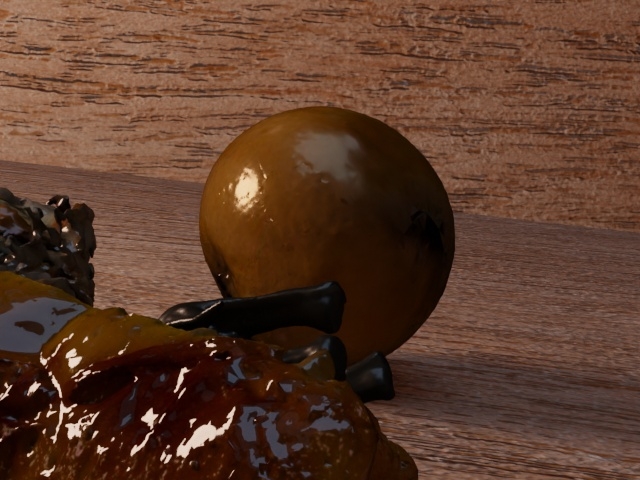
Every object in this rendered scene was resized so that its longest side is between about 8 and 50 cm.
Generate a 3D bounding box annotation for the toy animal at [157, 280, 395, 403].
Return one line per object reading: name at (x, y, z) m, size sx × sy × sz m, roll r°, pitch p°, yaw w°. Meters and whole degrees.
toy animal at (-0.025, 0.112, 0.848) m, size 0.146 × 0.245 × 0.115 m, roll -14°, pitch 33°, yaw 16°

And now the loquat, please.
loquat at (0.000, 0.000, 1.318) m, size 0.263 × 0.263 × 0.263 m, roll 7°, pitch 9°, yaw -1°

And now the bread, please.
bread at (-0.137, 0.113, 0.714) m, size 0.380 × 0.185 × 0.109 m, roll 13°, pitch -15°, yaw 36°

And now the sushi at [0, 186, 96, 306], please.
sushi at (-0.387, 0.022, 1.181) m, size 0.417 × 0.176 × 0.417 m, roll 13°, pitch 4°, yaw -1°
